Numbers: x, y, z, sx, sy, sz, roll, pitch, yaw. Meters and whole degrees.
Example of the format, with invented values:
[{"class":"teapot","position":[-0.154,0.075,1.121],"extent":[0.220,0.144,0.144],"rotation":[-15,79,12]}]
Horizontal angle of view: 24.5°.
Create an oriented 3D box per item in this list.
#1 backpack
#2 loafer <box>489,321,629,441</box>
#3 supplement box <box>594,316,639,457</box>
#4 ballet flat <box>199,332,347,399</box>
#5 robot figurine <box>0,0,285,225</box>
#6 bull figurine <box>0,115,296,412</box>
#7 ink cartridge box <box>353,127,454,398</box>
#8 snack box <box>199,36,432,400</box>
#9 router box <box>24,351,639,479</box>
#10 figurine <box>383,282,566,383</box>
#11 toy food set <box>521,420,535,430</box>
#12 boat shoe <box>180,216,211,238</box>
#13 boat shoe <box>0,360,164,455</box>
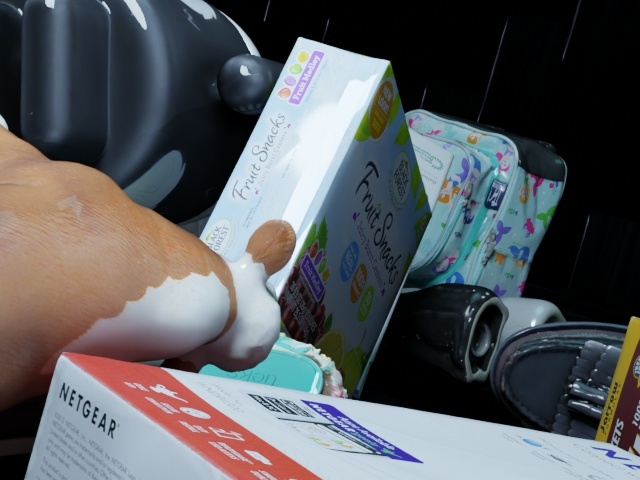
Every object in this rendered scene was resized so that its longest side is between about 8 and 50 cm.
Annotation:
[{"class":"backpack","position":[0.146,-0.014,1.731],"extent":[0.191,0.253,0.225],"rotation":[7,12,-38]},{"class":"loafer","position":[0.283,0.142,1.153],"extent":[0.303,0.109,0.095],"rotation":[19,8,-2]},{"class":"supplement box","position":[0.303,0.146,0.935],"extent":[0.191,0.129,0.194],"rotation":[14,4,-15]},{"class":"ballet flat","position":[-0.090,0.076,0.865],"extent":[0.241,0.091,0.077],"rotation":[22,-24,26]},{"class":"robot figurine","position":[-0.139,-0.096,0.972],"extent":[0.209,0.173,0.278],"rotation":[41,12,17]},{"class":"bull figurine","position":[-0.154,0.014,0.607],"extent":[0.188,0.101,0.310],"rotation":[37,31,25]},{"class":"ink cartridge box","position":[-0.004,-0.002,1.254],"extent":[0.165,0.065,0.332],"rotation":[31,42,-4]},{"class":"snack box","position":[0.000,0.000,0.955],"extent":[0.070,0.174,0.207],"rotation":[18,-22,19]},{"class":"router box","position":[0.095,0.141,0.504],"extent":[0.301,0.082,0.335],"rotation":[13,4,-34]},{"class":"figurine","position":[0.115,0.081,1.506],"extent":[0.209,0.092,0.215],"rotation":[14,1,36]},{"class":"toy food set","position":[0.263,0.159,1.274],"extent":[0.192,0.038,0.132],"rotation":[16,4,1]},{"class":"boat shoe","position":[-0.104,-0.010,1.369],"extent":[0.355,0.132,0.130],"rotation":[5,4,-38]},{"class":"boat shoe","position":[-0.154,0.064,0.699],"extent":[0.081,0.068,0.228],"rotation":[20,6,43]}]
